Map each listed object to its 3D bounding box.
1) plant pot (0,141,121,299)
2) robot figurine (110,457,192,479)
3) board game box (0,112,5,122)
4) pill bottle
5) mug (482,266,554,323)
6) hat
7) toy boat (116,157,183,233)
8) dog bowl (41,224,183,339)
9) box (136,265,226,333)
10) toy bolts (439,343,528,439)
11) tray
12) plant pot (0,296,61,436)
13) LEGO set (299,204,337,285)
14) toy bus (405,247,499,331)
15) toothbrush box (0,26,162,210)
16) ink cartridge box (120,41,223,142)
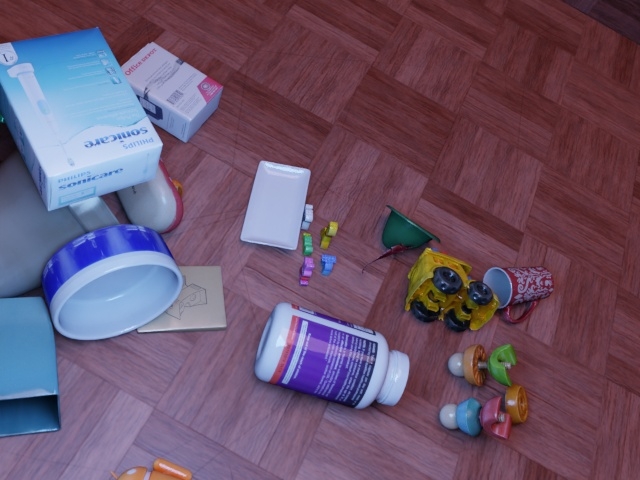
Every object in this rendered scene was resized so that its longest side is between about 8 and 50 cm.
[{"bbox_3d":[-0.608,-0.032,1.345,0.280,0.323,0.323,-38,77,-17],"label":"plant pot"},{"bbox_3d":[-0.304,0.503,1.198,0.219,0.128,0.158,21,78,-7],"label":"robot figurine"},{"bbox_3d":[-0.618,-0.279,1.459,0.390,0.390,0.050,7,95,-16],"label":"board game box"},{"bbox_3d":[0.026,0.267,1.438,0.323,0.181,0.181,19,54,-8],"label":"pill bottle"},{"bbox_3d":[0.547,0.140,1.778,0.169,0.150,0.113,-5,25,-28],"label":"mug"},{"bbox_3d":[0.197,0.021,1.750,0.208,0.183,0.173,30,7,-34],"label":"hat"},{"bbox_3d":[-0.400,-0.124,1.574,0.151,0.151,0.231,2,54,-54],"label":"toy boat"},{"bbox_3d":[-0.426,0.089,1.321,0.265,0.265,0.104,-16,59,-28],"label":"dog bowl"},{"bbox_3d":[-0.325,0.135,1.491,0.201,0.021,0.164,1,59,-21],"label":"box"},{"bbox_3d":[0.388,0.390,1.556,0.228,0.158,0.218,-55,128,-46],"label":"toy bolts"},{"bbox_3d":[-0.115,-0.091,1.697,0.145,0.030,0.270,10,56,-1],"label":"tray"},{"bbox_3d":[-0.595,0.235,1.245,0.165,0.166,0.234,-1,53,-21],"label":"plant pot"},{"bbox_3d":[0.000,0.000,1.652,0.087,0.093,0.227,9,56,-15],"label":"LEGO set"},{"bbox_3d":[0.339,0.111,1.692,0.220,0.149,0.211,19,39,-11],"label":"toy bus"},{"bbox_3d":[-0.463,-0.233,1.207,0.216,0.126,0.295,-24,73,-31],"label":"toothbrush box"},{"bbox_3d":[-0.415,-0.406,1.751,0.237,0.100,0.172,32,54,0],"label":"ink cartridge box"}]
